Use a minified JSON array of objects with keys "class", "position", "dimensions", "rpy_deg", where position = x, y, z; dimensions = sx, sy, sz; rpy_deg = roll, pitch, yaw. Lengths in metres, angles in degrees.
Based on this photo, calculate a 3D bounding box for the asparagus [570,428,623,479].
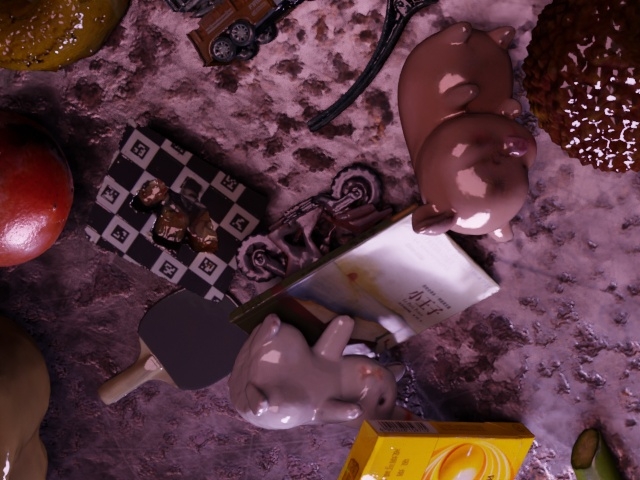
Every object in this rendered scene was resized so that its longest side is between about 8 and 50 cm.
[{"class":"asparagus","position":[0.390,0.373,1.725],"dimensions":[0.067,0.060,0.278],"rpy_deg":[-25,98,29]}]

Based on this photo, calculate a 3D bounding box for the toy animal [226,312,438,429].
[{"class":"toy animal","position":[0.031,0.178,1.666],"dimensions":[0.282,0.141,0.138],"rpy_deg":[7,150,-12]}]

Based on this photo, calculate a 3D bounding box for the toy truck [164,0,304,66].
[{"class":"toy truck","position":[-0.089,-0.302,1.639],"dimensions":[0.177,0.080,0.115],"rpy_deg":[-37,85,21]}]

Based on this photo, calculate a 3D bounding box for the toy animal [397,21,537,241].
[{"class":"toy animal","position":[0.167,-0.125,1.568],"dimensions":[0.166,0.154,0.250],"rpy_deg":[1,76,-25]}]

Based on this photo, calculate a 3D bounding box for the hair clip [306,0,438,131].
[{"class":"hair clip","position":[0.056,-0.219,1.648],"dimensions":[0.070,0.039,0.230],"rpy_deg":[33,111,1]}]

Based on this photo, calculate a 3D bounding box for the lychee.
[{"class":"lychee","position":[0.333,-0.195,1.482],"dimensions":[0.235,0.271,0.236],"rpy_deg":[-5,78,23]}]

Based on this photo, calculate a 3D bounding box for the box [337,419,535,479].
[{"class":"box","position":[0.138,0.297,1.679],"dimensions":[0.043,0.269,0.152],"rpy_deg":[46,121,46]}]

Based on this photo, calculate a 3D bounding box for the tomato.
[{"class":"tomato","position":[-0.416,-0.069,1.712],"dimensions":[0.184,0.208,0.208],"rpy_deg":[-20,100,18]}]

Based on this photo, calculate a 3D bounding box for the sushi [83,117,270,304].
[{"class":"sushi","position":[-0.185,-0.040,1.755],"dimensions":[0.210,0.040,0.193],"rpy_deg":[28,117,2]}]

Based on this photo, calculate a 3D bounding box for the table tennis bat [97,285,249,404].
[{"class":"table tennis bat","position":[-0.203,0.154,1.823],"dimensions":[0.246,0.022,0.138],"rpy_deg":[-34,96,18]}]

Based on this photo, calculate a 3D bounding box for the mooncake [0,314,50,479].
[{"class":"mooncake","position":[-0.585,0.255,1.818],"dimensions":[0.466,0.262,0.467],"rpy_deg":[3,105,10]}]

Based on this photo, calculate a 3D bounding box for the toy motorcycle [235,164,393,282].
[{"class":"toy motorcycle","position":[0.000,0.000,1.702],"dimensions":[0.212,0.084,0.118],"rpy_deg":[-35,98,7]}]

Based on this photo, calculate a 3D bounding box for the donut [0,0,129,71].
[{"class":"donut","position":[-0.375,-0.335,1.682],"dimensions":[0.272,0.107,0.272],"rpy_deg":[4,107,14]}]

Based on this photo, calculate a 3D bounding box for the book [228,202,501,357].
[{"class":"book","position":[0.054,0.074,1.680],"dimensions":[0.289,0.026,0.201],"rpy_deg":[-31,133,21]}]
